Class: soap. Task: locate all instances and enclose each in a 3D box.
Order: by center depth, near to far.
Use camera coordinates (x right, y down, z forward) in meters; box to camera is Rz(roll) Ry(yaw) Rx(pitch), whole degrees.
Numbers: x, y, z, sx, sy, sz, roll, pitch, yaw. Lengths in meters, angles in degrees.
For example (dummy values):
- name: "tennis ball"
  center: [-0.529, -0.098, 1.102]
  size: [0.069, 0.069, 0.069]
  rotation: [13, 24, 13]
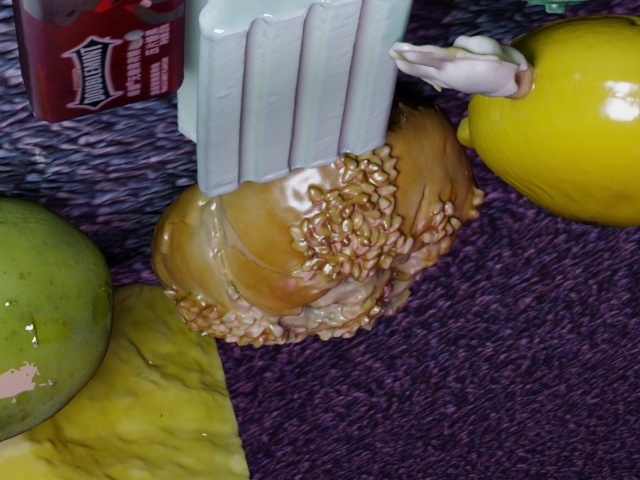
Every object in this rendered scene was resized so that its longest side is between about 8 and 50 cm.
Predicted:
- name: "soap"
  center: [-0.024, -0.141, 1.481]
  size: [0.160, 0.087, 0.265]
  rotation: [-16, 158, -10]
- name: "soap"
  center: [-0.285, 0.167, 1.724]
  size: [0.427, 0.306, 0.115]
  rotation: [-13, 139, -7]

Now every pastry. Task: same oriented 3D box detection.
- name: "pastry"
  center: [0.000, 0.000, 1.754]
  size: [0.255, 0.162, 0.311]
  rotation: [2, 149, -40]

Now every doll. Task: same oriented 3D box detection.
- name: "doll"
  center: [0.243, -0.094, 1.455]
  size: [0.423, 0.161, 0.348]
  rotation: [8, 175, 28]

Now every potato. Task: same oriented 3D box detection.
- name: "potato"
  center: [-0.312, 0.077, 1.596]
  size: [0.304, 0.216, 0.216]
  rotation: [-27, 160, -6]

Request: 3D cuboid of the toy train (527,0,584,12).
- name: "toy train"
  center: [0.218, -0.204, 1.384]
  size: [0.253, 0.105, 0.157]
  rotation: [7, -169, 20]

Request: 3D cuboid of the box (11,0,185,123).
- name: "box"
  center: [-0.150, -0.164, 1.347]
  size: [0.120, 0.069, 0.224]
  rotation: [-15, 160, -12]
